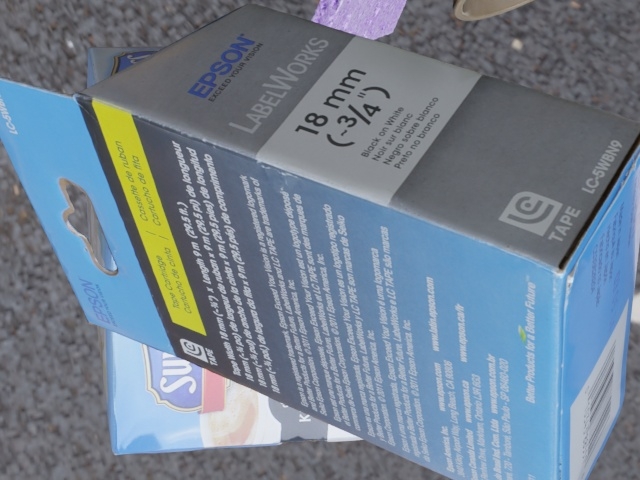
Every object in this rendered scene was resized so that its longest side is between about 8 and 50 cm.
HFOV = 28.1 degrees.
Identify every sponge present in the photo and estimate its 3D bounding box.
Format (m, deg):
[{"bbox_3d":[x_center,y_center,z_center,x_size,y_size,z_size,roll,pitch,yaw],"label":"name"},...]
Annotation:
[{"bbox_3d":[0.056,-0.302,1.641,0.210,0.031,0.117,-31,155,-52],"label":"sponge"}]

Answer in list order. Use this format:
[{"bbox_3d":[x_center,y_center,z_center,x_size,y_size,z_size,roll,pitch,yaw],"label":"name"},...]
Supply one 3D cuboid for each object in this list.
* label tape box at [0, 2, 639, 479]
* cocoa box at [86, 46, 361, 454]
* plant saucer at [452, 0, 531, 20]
[{"bbox_3d":[0.000,0.000,0.706,0.106,0.334,0.240,-55,152,-30],"label":"label tape box"},{"bbox_3d":[-0.075,-0.012,1.058,0.228,0.347,0.231,-2,114,-12],"label":"cocoa box"},{"bbox_3d":[0.260,-0.325,1.379,0.278,0.278,0.041,-27,84,-6],"label":"plant saucer"}]
